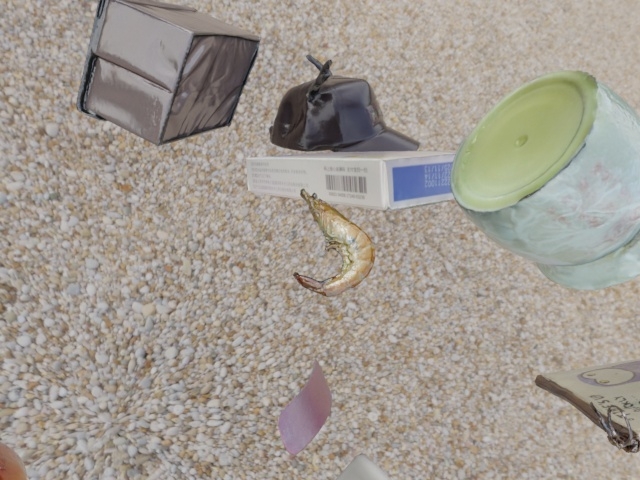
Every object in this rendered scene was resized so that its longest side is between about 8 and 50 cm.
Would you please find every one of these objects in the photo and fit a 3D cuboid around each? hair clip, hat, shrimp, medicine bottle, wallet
[{"bbox_3d":[-0.011,0.185,0.547,0.054,0.022,0.137,68,21,-6],"label":"hair clip"},{"bbox_3d":[0.062,-0.295,1.040,0.336,0.208,0.238,12,32,9],"label":"hat"},{"bbox_3d":[0.000,0.000,0.515,0.091,0.025,0.127,-34,67,0],"label":"shrimp"},{"bbox_3d":[0.210,-0.048,0.413,0.143,0.147,0.147,31,61,-24],"label":"medicine bottle"},{"bbox_3d":[0.518,0.241,0.767,0.275,0.335,0.068,-8,88,3],"label":"wallet"}]

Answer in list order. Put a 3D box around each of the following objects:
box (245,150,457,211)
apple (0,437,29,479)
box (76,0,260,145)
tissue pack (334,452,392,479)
[{"bbox_3d":[0.053,-0.101,0.731,0.200,0.343,0.065,-10,104,-34],"label":"box"},{"bbox_3d":[-0.396,0.334,0.489,0.206,0.272,0.251,-15,74,-32],"label":"apple"},{"bbox_3d":[-0.233,-0.277,0.782,0.153,0.188,0.252,28,23,6],"label":"box"},{"bbox_3d":[0.063,0.540,0.849,0.246,0.136,0.159,-44,110,-14],"label":"tissue pack"}]
